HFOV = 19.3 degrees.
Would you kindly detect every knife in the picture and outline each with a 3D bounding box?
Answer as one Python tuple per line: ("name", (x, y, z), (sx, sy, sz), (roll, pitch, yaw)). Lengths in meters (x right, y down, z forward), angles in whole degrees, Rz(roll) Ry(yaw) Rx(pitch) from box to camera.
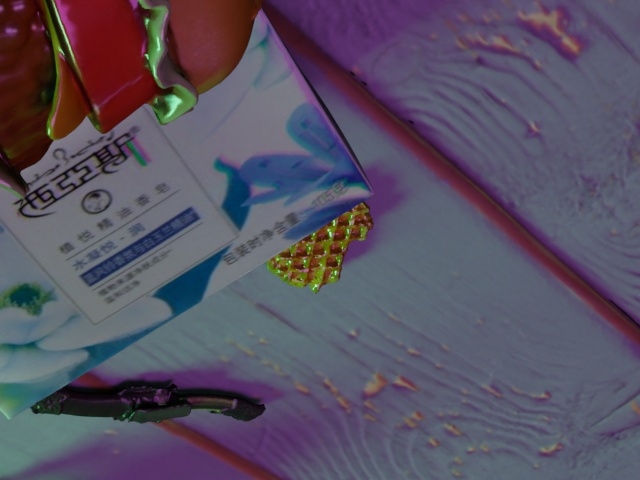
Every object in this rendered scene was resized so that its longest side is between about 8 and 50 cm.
("knife", (-0.134, 0.119, 1.353), (0.222, 0.021, 0.045), (14, 120, -37))

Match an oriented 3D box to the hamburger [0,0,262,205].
("hamburger", (-0.138, -0.163, 0.889), (0.212, 0.274, 0.274), (-19, 137, -6))

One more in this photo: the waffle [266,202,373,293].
("waffle", (-0.001, -0.001, 1.315), (0.078, 0.016, 0.085), (26, 114, -43))

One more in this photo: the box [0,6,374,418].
("box", (-0.135, -0.045, 1.122), (0.274, 0.116, 0.203), (-31, 137, 2))
